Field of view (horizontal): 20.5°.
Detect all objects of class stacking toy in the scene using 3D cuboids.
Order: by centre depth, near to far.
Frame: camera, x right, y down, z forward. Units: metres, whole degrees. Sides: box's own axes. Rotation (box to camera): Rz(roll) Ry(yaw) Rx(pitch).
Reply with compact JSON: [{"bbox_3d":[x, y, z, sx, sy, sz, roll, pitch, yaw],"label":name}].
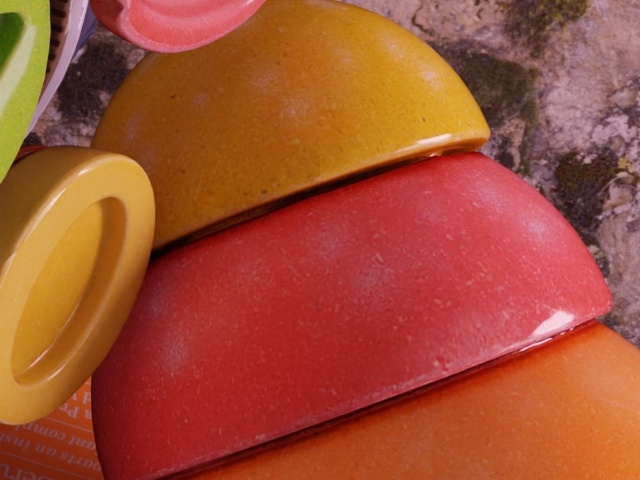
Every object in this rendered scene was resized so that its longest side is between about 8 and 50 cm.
[{"bbox_3d":[-0.136,-0.105,0.685,0.309,0.130,0.279,-64,159,-6],"label":"stacking toy"},{"bbox_3d":[0.000,0.000,0.879,0.350,0.351,0.480,152,-79,-77],"label":"stacking toy"}]

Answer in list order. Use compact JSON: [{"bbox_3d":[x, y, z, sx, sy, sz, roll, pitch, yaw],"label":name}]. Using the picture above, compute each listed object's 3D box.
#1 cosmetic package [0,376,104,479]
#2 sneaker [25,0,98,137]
[{"bbox_3d":[-0.229,0.242,0.963,0.161,0.230,0.453,117,-13,-44],"label":"cosmetic package"},{"bbox_3d":[-0.128,-0.184,1.010,0.153,0.099,0.282,-23,139,-57],"label":"sneaker"}]
